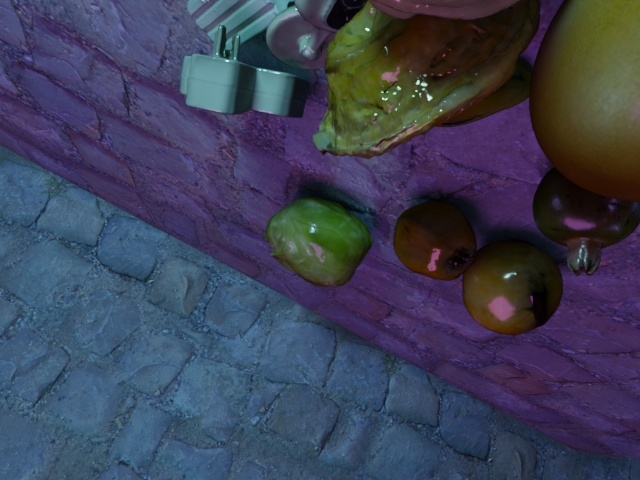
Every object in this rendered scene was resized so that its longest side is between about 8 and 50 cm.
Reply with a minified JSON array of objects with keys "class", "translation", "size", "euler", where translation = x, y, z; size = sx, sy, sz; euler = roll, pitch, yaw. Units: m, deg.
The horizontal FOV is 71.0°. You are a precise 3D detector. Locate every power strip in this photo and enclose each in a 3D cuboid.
[{"class":"power strip","translation":[-0.158,-0.320,0.869],"size":[0.230,0.141,0.261],"euler":[14,-163,9]}]

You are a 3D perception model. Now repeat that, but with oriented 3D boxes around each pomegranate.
[{"class":"pomegranate","translation":[0.471,-0.039,0.805],"size":[0.180,0.209,0.180],"euler":[15,167,3]}]

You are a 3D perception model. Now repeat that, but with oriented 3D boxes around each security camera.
[{"class":"security camera","translation":[0.011,-0.361,0.736],"size":[0.157,0.080,0.301],"euler":[2,164,-23]}]

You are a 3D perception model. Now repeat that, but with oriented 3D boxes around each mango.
[{"class":"mango","translation":[0.232,-0.252,0.752],"size":[0.233,0.111,0.125],"euler":[8,163,13]}]

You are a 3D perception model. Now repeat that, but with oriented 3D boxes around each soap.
[{"class":"soap","translation":[-0.149,-0.435,0.822],"size":[0.198,0.066,0.119],"euler":[-2,143,48]}]

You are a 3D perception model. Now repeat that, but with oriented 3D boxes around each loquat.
[{"class":"loquat","translation":[0.462,0.111,1.097],"size":[0.235,0.234,0.235],"euler":[22,155,11]},{"class":"loquat","translation":[0.282,0.003,1.104],"size":[0.234,0.176,0.187],"euler":[32,140,50]}]

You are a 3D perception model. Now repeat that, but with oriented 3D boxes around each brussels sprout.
[{"class":"brussels sprout","translation":[0.000,0.000,1.339],"size":[0.328,0.247,0.328],"euler":[37,159,17]}]

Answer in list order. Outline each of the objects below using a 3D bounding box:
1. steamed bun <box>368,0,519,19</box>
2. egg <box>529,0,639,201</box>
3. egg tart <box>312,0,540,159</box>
[{"class":"steamed bun","translation":[0.079,-0.378,0.376],"size":[0.231,0.324,0.373],"euler":[1,169,42]},{"class":"egg","translation":[0.391,-0.195,0.484],"size":[0.283,0.282,0.351],"euler":[23,155,9]},{"class":"egg tart","translation":[0.114,-0.254,0.602],"size":[0.342,0.340,0.129],"euler":[-1,144,47]}]
